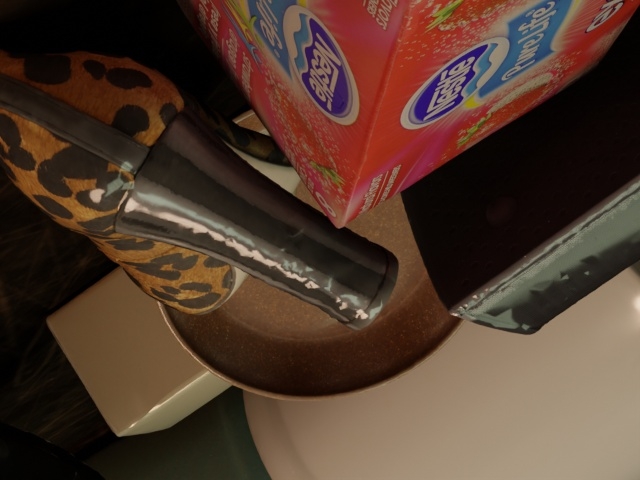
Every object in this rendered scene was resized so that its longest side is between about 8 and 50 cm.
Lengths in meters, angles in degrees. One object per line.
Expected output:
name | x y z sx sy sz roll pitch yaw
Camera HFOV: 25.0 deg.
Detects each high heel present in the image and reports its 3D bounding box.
high heel | -0.095 -0.038 0.640 0.093 0.186 0.261 -63 -154 -6

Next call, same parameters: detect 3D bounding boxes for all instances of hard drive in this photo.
hard drive | 0.109 -0.077 0.642 0.172 0.054 0.254 -37 -150 20

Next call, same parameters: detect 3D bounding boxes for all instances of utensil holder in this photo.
utensil holder | 0.171 0.064 1.186 0.328 0.327 0.385 -22 162 -49

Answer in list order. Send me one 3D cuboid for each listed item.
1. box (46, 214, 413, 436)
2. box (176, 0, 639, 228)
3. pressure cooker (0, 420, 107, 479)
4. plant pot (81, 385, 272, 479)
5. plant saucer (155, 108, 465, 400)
box | -0.030 0.012 0.930 0.275 0.094 0.113 -34 170 7
box | 0.033 -0.112 0.452 0.128 0.122 0.257 -32 170 -11
pressure cooker | -0.306 0.351 0.921 0.420 0.375 0.370 -38 144 24
plant pot | -0.114 0.310 1.499 0.334 0.341 0.341 -26 170 1
plant saucer | 0.000 0.000 0.829 0.198 0.198 0.036 -35 -151 8
